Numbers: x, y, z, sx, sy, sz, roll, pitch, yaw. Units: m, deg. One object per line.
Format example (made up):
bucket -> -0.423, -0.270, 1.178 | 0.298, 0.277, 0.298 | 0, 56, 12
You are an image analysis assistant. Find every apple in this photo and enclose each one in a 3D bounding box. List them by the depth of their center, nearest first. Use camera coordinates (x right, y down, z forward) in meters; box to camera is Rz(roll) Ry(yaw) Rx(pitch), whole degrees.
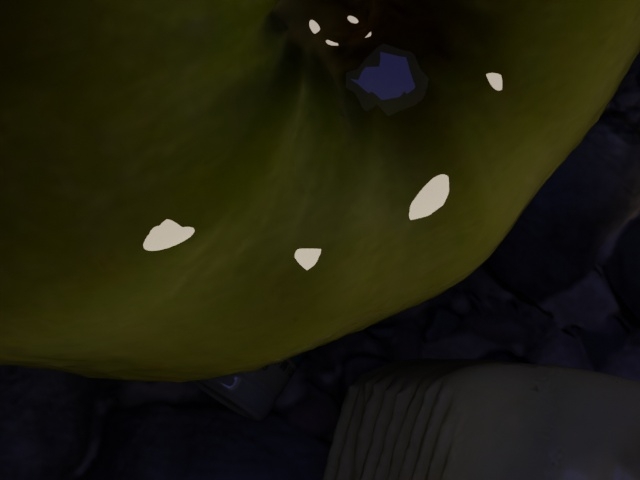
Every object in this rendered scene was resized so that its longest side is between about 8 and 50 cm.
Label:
apple -> -0.093, -0.156, 0.558 | 0.473, 0.473, 0.474 | 0, 75, -2

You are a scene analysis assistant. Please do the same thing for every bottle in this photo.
bottle -> 0.000, 0.000, 0.763 | 0.060, 0.060, 0.217 | 31, 75, 6

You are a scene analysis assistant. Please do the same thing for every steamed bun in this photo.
steamed bun -> 0.142, 0.202, 0.636 | 0.272, 0.273, 0.290 | 6, 78, -16
